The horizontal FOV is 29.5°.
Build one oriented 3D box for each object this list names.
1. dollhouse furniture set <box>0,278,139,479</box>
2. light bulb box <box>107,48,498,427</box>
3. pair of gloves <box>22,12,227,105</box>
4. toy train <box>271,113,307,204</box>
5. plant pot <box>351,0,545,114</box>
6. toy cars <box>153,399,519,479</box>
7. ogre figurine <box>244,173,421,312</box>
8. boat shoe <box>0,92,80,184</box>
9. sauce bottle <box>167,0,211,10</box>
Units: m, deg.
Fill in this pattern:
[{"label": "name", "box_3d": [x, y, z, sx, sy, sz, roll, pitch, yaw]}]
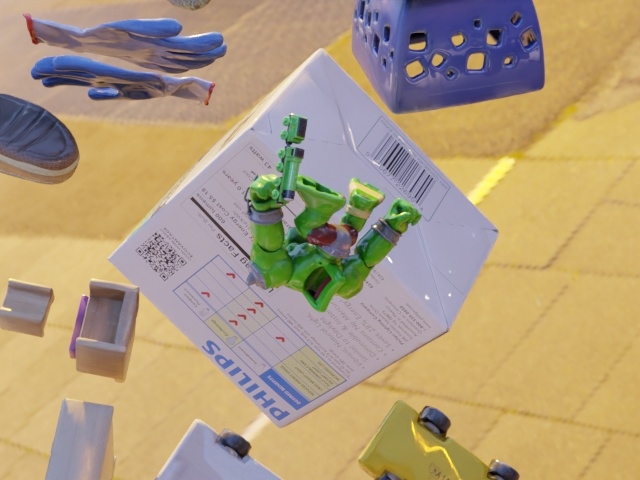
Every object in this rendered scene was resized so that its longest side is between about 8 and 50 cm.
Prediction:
[{"label": "dollhouse furniture set", "box_3d": [-0.349, 0.180, 1.160, 0.198, 0.303, 0.286, 111, 168, -64]}, {"label": "light bulb box", "box_3d": [-0.026, 0.008, 1.643, 0.361, 0.358, 0.225, -36, 12, 42]}, {"label": "pair of gloves", "box_3d": [-0.160, -0.147, 0.998, 0.159, 0.023, 0.198, 7, -11, -8]}, {"label": "toy train", "box_3d": [-0.027, -0.073, 1.088, 0.024, 0.017, 0.083, 5, 86, 45]}, {"label": "plant pot", "box_3d": [0.175, -0.334, 1.726, 0.236, 0.212, 0.236, -12, 35, -10]}, {"label": "toy cars", "box_3d": [0.022, 0.257, 1.239, 0.394, 0.176, 0.087, -3, -8, -16]}, {"label": "ogre figurine", "box_3d": [0.000, 0.000, 1.193, 0.097, 0.118, 0.197, 34, 20, 27]}, {"label": "boat shoe", "box_3d": [-0.280, -0.085, 1.045, 0.190, 0.072, 0.068, 29, 41, 27]}, {"label": "sauce bottle", "box_3d": [-0.077, -0.400, 1.478, 0.111, 0.111, 0.344, -5, 31, 42]}]
